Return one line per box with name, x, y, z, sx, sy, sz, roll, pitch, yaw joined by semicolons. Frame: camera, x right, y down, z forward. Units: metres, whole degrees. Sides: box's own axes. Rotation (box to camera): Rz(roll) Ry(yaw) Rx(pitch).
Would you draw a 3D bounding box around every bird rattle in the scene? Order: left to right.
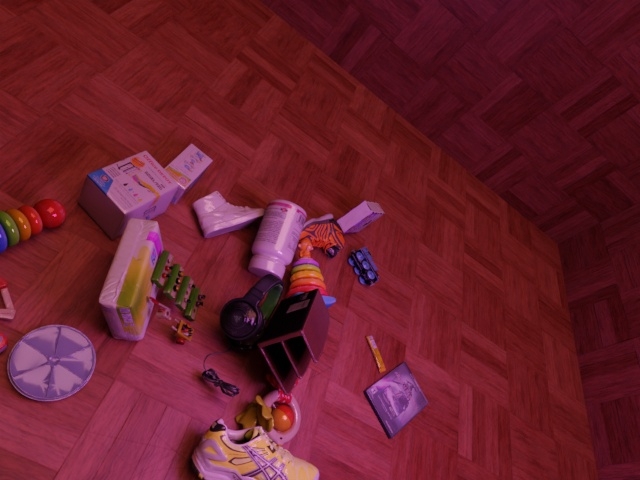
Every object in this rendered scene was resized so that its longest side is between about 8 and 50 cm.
bird rattle;-0.144;0.546;1.435;0.207;0.143;0.253;61;30;-4

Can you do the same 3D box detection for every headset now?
headset;-0.227;0.293;1.430;0.185;0.243;0.394;31;62;14

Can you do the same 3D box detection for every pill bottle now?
pill bottle;-0.167;0.000;1.689;0.160;0.160;0.283;27;67;-22

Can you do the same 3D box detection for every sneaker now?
sneaker;-0.348;-0.126;1.715;0.292;0.108;0.169;-18;76;-43
sneaker;-0.164;0.627;1.265;0.385;0.145;0.147;23;88;-22
sneaker;0.000;0.000;1.893;0.321;0.124;0.180;-26;78;-46

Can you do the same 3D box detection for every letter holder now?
letter holder;-0.057;0.329;1.446;0.302;0.152;0.214;-62;130;-70

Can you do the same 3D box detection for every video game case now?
video game case;0.309;0.631;1.775;0.274;0.026;0.196;-18;74;-44

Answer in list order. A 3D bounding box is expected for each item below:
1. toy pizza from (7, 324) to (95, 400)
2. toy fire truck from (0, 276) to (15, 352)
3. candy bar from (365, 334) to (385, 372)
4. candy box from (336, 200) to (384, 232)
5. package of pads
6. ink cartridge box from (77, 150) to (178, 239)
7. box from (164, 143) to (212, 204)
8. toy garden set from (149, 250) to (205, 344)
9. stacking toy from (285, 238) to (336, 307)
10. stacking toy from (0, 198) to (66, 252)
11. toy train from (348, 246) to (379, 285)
toy pizza;-0.706;0.322;1.169;0.201;0.032;0.201;21;51;-28
toy fire truck;-0.844;0.194;1.136;0.192;0.047;0.135;52;42;3
candy bar;0.228;0.465;1.830;0.040;0.018;0.161;-3;63;-44
candy box;0.190;-0.108;2.050;0.070;0.165;0.196;59;22;12
package of pads;-0.544;0.118;1.301;0.101;0.229;0.296;8;52;-7
ink cartridge box;-0.629;-0.154;1.462;0.171;0.168;0.233;47;43;-1
box;-0.515;-0.250;1.660;0.103;0.114;0.203;39;44;-12
toy garden set;-0.435;0.183;1.362;0.244;0.049;0.203;68;22;-48
stacking toy;-0.056;0.129;1.721;0.175;0.166;0.301;12;57;-28
stacking toy;-0.871;-0.030;1.229;0.141;0.141;0.330;51;37;2
toy train;0.204;0.118;2.011;0.105;0.080;0.184;-16;72;-50
